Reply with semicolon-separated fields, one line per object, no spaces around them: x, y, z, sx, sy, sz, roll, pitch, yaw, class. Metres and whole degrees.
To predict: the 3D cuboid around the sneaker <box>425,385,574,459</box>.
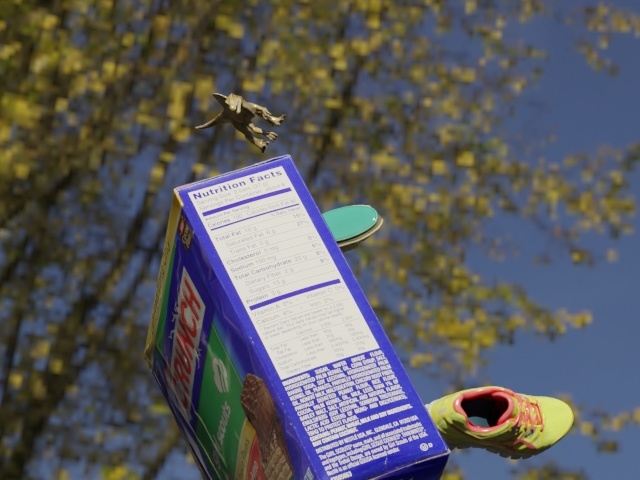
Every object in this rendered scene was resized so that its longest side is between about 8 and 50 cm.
0.232;0.221;2.236;0.209;0.081;0.094;0;-26;-25;sneaker

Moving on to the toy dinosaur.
-0.096;-0.154;2.223;0.093;0.053;0.183;31;-12;-9;toy dinosaur

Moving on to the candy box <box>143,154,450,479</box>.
-0.032;0.135;1.547;0.122;0.317;0.268;-15;-33;-21;candy box

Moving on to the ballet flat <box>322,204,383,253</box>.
0.000;0.000;2.196;0.168;0.057;0.052;-16;-34;12;ballet flat
